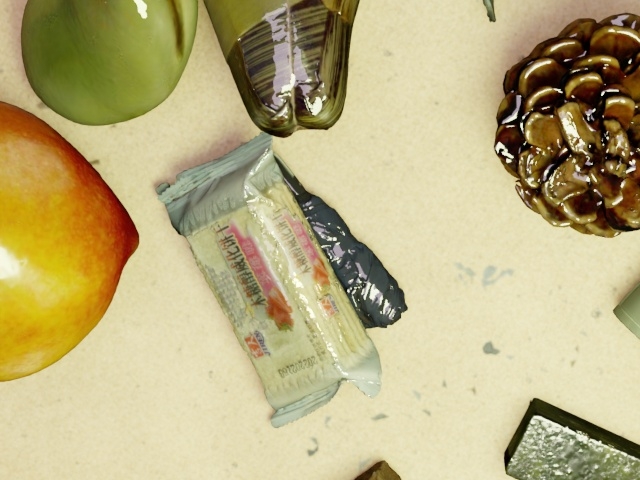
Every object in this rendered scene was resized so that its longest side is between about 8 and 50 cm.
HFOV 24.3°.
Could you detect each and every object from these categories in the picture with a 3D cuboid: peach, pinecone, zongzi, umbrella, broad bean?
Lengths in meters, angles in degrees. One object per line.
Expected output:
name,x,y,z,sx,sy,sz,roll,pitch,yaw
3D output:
peach,-0.362,-0.001,1.593,0.332,0.308,0.308,7,96,-10
pinecone,0.287,-0.115,1.520,0.243,0.257,0.243,14,113,35
zongzi,0.034,-0.282,1.568,0.317,0.154,0.289,-21,80,-1
umbrella,0.006,-0.005,1.652,0.071,0.071,0.248,-35,92,8
broad bean,-0.229,-0.224,1.609,0.189,0.121,0.263,53,140,-5

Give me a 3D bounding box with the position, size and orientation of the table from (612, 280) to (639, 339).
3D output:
table,0.432,0.037,1.577,0.126,0.126,0.220,42,99,1

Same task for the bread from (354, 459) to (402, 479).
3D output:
bread,0.122,0.462,1.662,0.165,0.113,0.416,-34,90,8

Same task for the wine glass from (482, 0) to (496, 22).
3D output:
wine glass,0.264,-0.316,1.578,0.222,0.103,0.103,-20,93,8

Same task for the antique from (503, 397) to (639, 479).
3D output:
antique,0.318,0.260,1.637,0.221,0.080,0.081,25,99,2

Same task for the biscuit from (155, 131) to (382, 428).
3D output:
biscuit,-0.056,0.047,1.639,0.186,0.079,0.309,-23,95,41
